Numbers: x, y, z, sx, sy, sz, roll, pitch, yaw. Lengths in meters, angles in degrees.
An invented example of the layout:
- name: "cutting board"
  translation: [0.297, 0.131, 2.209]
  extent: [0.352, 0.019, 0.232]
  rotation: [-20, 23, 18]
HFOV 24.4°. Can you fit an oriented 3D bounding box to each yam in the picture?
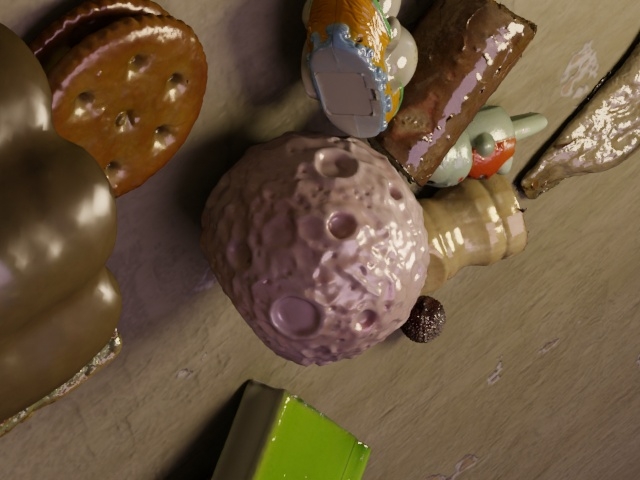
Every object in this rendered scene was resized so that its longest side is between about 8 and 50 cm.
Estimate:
- name: "yam"
  translation: [0.142, -0.188, 1.714]
  extent: [0.238, 0.129, 0.128]
  rotation: [-51, 162, 4]

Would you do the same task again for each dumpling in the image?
- name: "dumpling"
  translation: [0.431, -0.162, 2.135]
  extent: [0.332, 0.086, 0.166]
  rotation: [-47, 145, 4]

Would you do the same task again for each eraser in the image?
- name: "eraser"
  translation: [-0.054, 0.348, 1.933]
  extent: [0.210, 0.092, 0.274]
  rotation: [38, 66, -41]

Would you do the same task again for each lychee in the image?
- name: "lychee"
  translation: [0.144, 0.112, 2.089]
  extent: [0.067, 0.068, 0.083]
  rotation: [-4, 147, 7]

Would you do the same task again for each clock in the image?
- name: "clock"
  translation: [0.043, -0.213, 1.578]
  extent: [0.231, 0.103, 0.144]
  rotation: [73, 27, -51]

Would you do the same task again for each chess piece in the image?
- name: "chess piece"
  translation: [0.115, 0.015, 1.923]
  extent: [0.301, 0.137, 0.137]
  rotation: [-26, 142, -15]

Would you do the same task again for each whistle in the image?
- name: "whistle"
  translation: [0.184, -0.122, 1.858]
  extent: [0.253, 0.101, 0.106]
  rotation: [-20, 136, -34]

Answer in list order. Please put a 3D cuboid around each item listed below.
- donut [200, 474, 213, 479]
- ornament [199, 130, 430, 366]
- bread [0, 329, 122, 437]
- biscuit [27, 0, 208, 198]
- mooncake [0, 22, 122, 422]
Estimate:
- name: "donut"
  translation: [-0.158, 0.436, 2.024]
  extent: [0.253, 0.118, 0.253]
  rotation: [-17, 126, -25]
- name: "ornament"
  translation: [0.000, 0.000, 1.622]
  extent: [0.225, 0.259, 0.259]
  rotation: [-34, 148, 5]
- name: "bread"
  translation: [-0.307, 0.107, 1.478]
  extent: [0.196, 0.138, 0.102]
  rotation: [-41, 136, -12]
- name: "biscuit"
  translation: [-0.206, -0.132, 1.420]
  extent: [0.220, 0.066, 0.220]
  rotation: [-33, 148, -25]
- name: "mooncake"
  translation: [-0.317, -0.028, 1.127]
  extent: [0.200, 0.378, 0.378]
  rotation: [-29, 143, -36]
